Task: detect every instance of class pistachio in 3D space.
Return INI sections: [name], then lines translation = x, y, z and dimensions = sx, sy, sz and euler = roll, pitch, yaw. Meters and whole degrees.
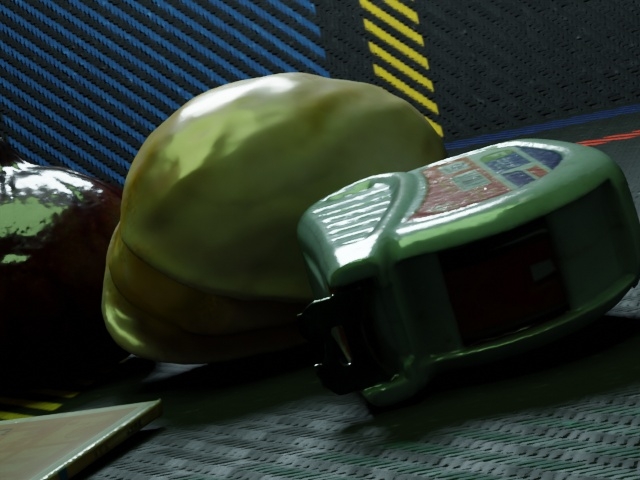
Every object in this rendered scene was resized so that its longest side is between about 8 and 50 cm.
[pistachio]
translation = -0.029, -0.013, 1.481
dimensions = 0.309, 0.230, 0.230
euler = -22, 10, -33

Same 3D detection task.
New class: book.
[book]
translation = -0.226, 0.153, 1.211
dimensions = 0.170, 0.018, 0.242
euler = -10, 8, 23

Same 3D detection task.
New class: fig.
[fig]
translation = -0.250, 0.029, 1.583
dimensions = 0.235, 0.214, 0.235
euler = 11, 16, -3

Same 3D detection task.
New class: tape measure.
[tape measure]
translation = 0.097, 0.020, 1.287
dimensions = 0.246, 0.125, 0.243
euler = -16, 13, -3
